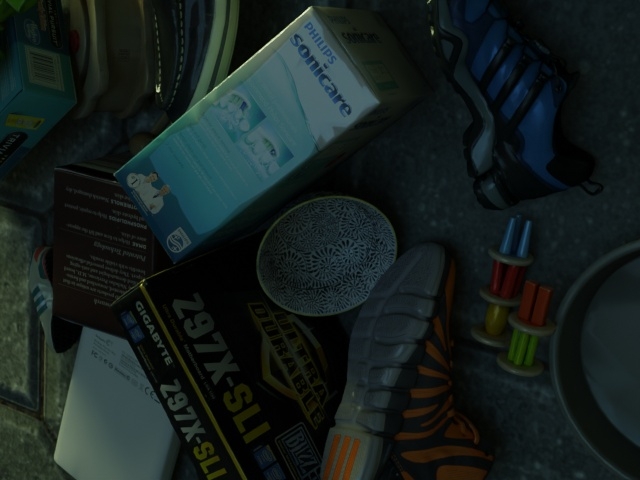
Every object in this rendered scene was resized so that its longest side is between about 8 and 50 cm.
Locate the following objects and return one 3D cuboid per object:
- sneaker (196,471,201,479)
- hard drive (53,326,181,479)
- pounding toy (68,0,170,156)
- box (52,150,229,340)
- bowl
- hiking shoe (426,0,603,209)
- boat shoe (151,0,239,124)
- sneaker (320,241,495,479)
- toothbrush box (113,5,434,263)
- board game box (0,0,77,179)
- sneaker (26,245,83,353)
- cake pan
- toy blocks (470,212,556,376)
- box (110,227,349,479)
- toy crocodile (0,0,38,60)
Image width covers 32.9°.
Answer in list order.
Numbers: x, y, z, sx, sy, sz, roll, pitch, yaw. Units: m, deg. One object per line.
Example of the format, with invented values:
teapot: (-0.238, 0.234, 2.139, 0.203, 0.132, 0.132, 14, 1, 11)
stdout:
sneaker: (-0.132, 0.271, 1.480, 0.089, 0.051, 0.170, 50, 127, 13)
hard drive: (-0.280, 0.240, 1.556, 0.203, 0.040, 0.308, 30, 117, 27)
pounding toy: (-0.245, -0.235, 1.402, 0.154, 0.154, 0.270, 3, 96, 59)
box: (-0.228, 0.002, 1.394, 0.167, 0.168, 0.203, 13, 110, 27)
bowl: (0.000, 0.000, 1.293, 0.170, 0.170, 0.080, -65, 26, 26)
hiking shoe: (0.200, -0.183, 1.126, 0.132, 0.113, 0.304, -10, 114, 22)
boat shoe: (-0.184, -0.375, 1.239, 0.187, 0.156, 0.500, -158, 65, -68)
sneaker: (0.125, 0.173, 1.265, 0.124, 0.180, 0.321, 6, 75, 62)
toothbrush box: (-0.046, -0.120, 1.197, 0.295, 0.216, 0.126, -37, 86, 21)
board game box: (-0.461, -0.210, 1.460, 0.336, 0.079, 0.254, -34, 58, 38)
sneaker: (-0.395, 0.083, 1.592, 0.075, 0.057, 0.161, 11, 111, 46)
cake pan: (0.387, 0.131, 1.129, 0.293, 0.054, 0.293, 9, 107, 29)
toy blocks: (0.218, 0.056, 1.182, 0.123, 0.054, 0.148, -129, 44, -62)
box: (-0.068, 0.162, 1.286, 0.079, 0.257, 0.322, -32, 85, 41)
toy crocodile: (-0.394, -0.287, 1.275, 0.115, 0.105, 0.340, 46, 121, -6)
